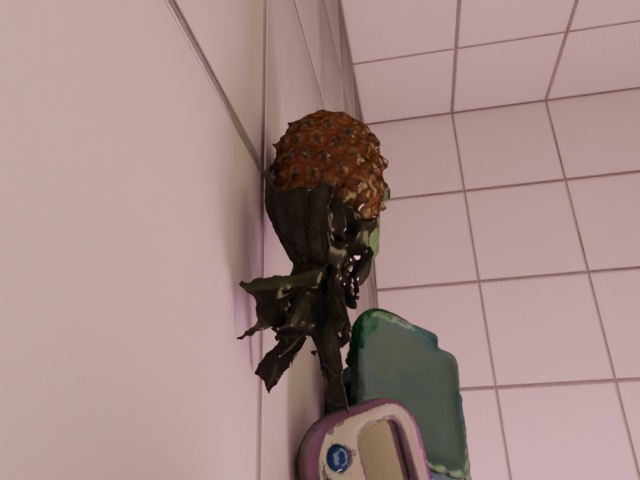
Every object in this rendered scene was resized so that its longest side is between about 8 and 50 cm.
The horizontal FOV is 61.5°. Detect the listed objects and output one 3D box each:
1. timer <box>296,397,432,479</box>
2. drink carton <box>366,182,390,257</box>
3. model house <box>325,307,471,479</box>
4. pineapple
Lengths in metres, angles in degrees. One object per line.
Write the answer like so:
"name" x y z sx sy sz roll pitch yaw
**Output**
"timer" 0.062 0.322 0.704 0.069 0.191 0.208 -26 -107 52
"drink carton" 0.074 -0.039 1.155 0.144 0.146 0.142 -77 167 -64
"model house" 0.094 0.313 0.958 0.249 0.230 0.280 -48 -156 40
"pineapple" 0.001 -0.003 0.601 0.364 0.166 0.165 -83 165 -46
